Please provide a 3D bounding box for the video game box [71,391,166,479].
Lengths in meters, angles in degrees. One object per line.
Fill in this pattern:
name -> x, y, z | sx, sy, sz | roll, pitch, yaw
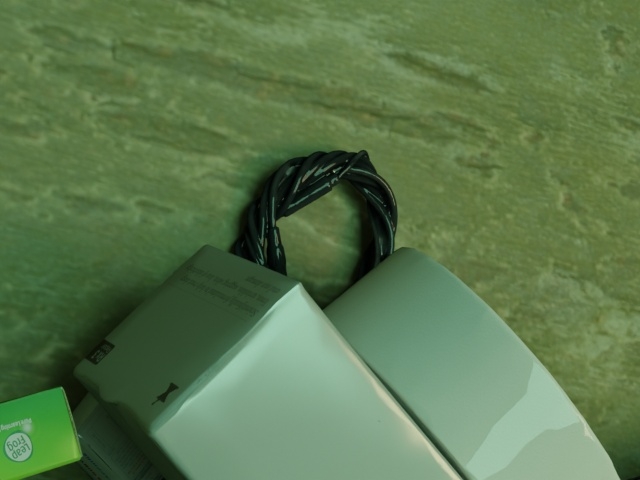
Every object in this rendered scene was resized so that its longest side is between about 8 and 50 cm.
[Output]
video game box -> -0.089, 0.146, 1.512 | 0.187, 0.048, 0.205 | 49, 57, -18

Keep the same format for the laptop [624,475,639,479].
laptop -> 0.427, 0.420, 1.716 | 0.382, 0.236, 0.408 | -9, 59, -37

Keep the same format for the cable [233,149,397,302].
cable -> 0.000, 0.000, 1.614 | 0.150, 0.047, 0.184 | 29, 69, -24

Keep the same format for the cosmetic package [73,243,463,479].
cosmetic package -> 0.009, 0.199, 1.395 | 0.156, 0.217, 0.385 | -42, 112, -12

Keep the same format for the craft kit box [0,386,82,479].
craft kit box -> -0.322, 0.162, 1.208 | 0.250, 0.246, 0.061 | -14, 91, -39

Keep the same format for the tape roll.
tape roll -> 0.115, 0.143, 1.498 | 0.100, 0.286, 0.286 | -40, 107, -9
